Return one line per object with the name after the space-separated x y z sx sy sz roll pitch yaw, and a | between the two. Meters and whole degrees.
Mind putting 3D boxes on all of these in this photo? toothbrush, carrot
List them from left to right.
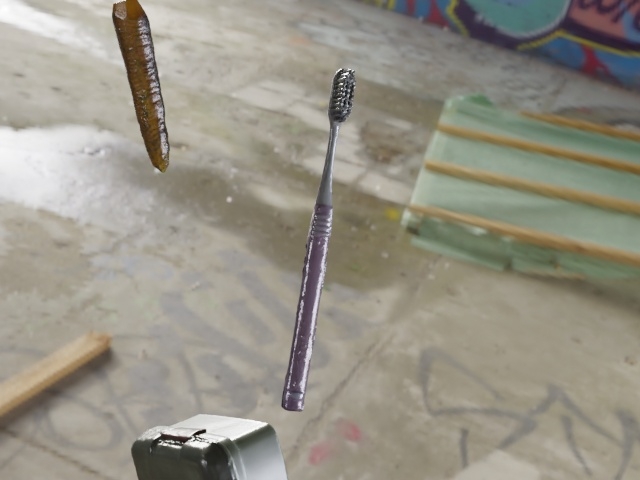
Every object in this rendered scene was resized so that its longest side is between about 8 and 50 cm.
-0.311 -0.274 1.917 0.066 0.314 0.066 -11 14 3 | carrot
0.000 0.000 1.087 0.024 0.354 0.029 9 1 -18 | toothbrush

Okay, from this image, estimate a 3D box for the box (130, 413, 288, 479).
-0.151 0.319 1.465 0.129 0.148 0.210 -19 10 -41 | box
